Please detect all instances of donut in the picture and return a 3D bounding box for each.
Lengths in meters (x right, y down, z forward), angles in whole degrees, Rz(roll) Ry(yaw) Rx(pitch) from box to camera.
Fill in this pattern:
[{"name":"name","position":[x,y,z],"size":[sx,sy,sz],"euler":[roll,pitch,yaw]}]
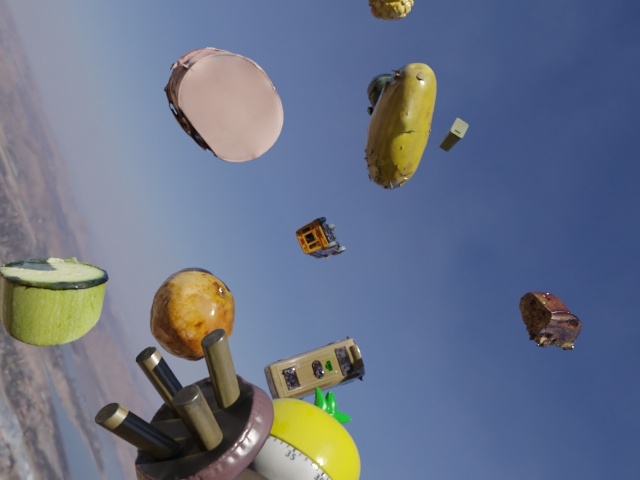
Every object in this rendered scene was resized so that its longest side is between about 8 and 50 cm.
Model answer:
[{"name":"donut","position":[0.604,0.204,1.800],"size":[0.144,0.187,0.126],"euler":[-61,-139,35]}]

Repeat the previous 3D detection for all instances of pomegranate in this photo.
[{"name":"pomegranate","position":[-0.337,0.194,1.813],"size":[0.248,0.248,0.248],"euler":[57,-21,35]}]

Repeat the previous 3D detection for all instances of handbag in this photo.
[{"name":"handbag","position":[-0.172,-0.243,1.224],"size":[0.205,0.179,0.116],"euler":[54,1,-24]}]

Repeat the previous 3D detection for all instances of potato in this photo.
[{"name":"potato","position":[0.178,-0.254,1.556],"size":[0.173,0.140,0.300],"euler":[-85,-175,-56]}]

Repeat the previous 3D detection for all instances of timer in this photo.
[{"name":"timer","position":[-0.031,0.406,1.348],"size":[0.285,0.285,0.285],"euler":[57,-21,35]}]

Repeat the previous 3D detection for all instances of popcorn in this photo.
[{"name":"popcorn","position":[0.242,-0.864,2.444],"size":[0.170,0.180,0.180],"euler":[-18,-87,47]}]

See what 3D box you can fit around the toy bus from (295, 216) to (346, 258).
[{"name":"toy bus","position":[0.000,0.000,1.782],"size":[0.083,0.088,0.194],"euler":[66,8,11]}]

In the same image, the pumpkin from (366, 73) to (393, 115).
[{"name":"pumpkin","position":[0.196,-0.398,1.977],"size":[0.167,0.125,0.167],"euler":[-7,90,-65]}]

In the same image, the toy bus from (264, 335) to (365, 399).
[{"name":"toy bus","position":[-0.011,0.381,2.017],"size":[0.157,0.290,0.139],"euler":[121,-47,-74]}]

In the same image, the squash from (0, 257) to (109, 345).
[{"name":"squash","position":[-0.557,0.111,1.440],"size":[0.220,0.220,0.133],"euler":[-140,-127,-58]}]

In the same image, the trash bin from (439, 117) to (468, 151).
[{"name":"trash bin","position":[0.396,-0.314,2.063],"size":[0.043,0.061,0.092],"euler":[32,-30,-3]}]

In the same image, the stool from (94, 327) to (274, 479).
[{"name":"stool","position":[-0.235,0.301,1.213],"size":[0.178,0.272,0.272],"euler":[64,-13,-24]}]
